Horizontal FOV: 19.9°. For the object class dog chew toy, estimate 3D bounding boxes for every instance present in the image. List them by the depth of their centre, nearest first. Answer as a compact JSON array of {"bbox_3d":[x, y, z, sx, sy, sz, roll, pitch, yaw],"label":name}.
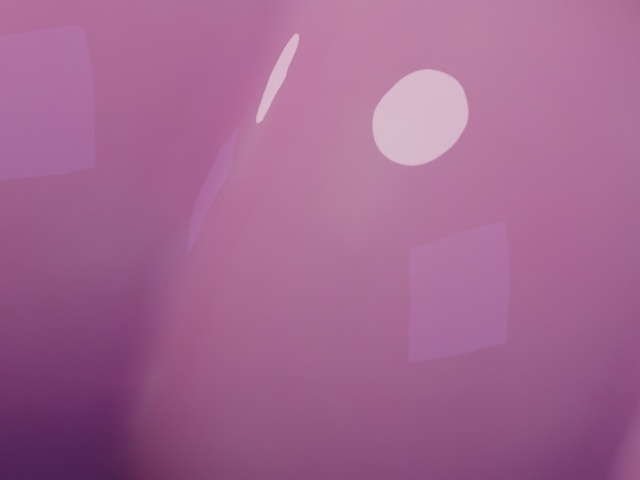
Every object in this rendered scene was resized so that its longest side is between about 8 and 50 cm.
[{"bbox_3d":[0.000,0.000,0.425,0.332,0.206,0.206,23,88,2],"label":"dog chew toy"}]
